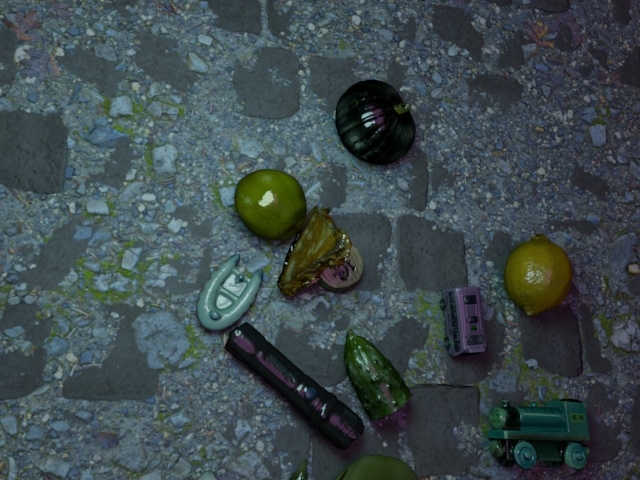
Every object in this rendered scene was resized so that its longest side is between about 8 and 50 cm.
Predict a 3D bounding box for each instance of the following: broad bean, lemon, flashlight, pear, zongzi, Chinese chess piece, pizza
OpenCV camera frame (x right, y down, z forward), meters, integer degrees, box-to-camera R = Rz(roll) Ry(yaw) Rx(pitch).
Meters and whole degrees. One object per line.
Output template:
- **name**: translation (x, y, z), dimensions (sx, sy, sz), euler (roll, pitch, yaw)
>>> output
- **broad bean**: translation (0.136, 0.650, 1.345), dimensions (0.263, 0.121, 0.188), euler (3, 73, -30)
- **lemon**: translation (0.634, 0.101, 1.535), dimensions (0.188, 0.188, 0.256), euler (20, 73, -11)
- **flashlight**: translation (-0.068, 0.366, 1.344), dimensions (0.424, 0.103, 0.103), euler (42, 72, -3)
- **pear**: translation (-0.128, -0.097, 1.370), dimensions (0.198, 0.198, 0.198), euler (3, 79, -15)
- **zongzi**: translation (-0.020, 0.650, 1.325), dimensions (0.154, 0.062, 0.130), euler (43, 60, -10)
- **Chinese chess piece**: translation (0.048, 0.069, 1.450), dimensions (0.144, 0.058, 0.144), euler (3, 79, -15)
- **pizza**: translation (0.000, 0.000, 1.359), dimensions (0.074, 0.288, 0.251), euler (29, 52, -26)

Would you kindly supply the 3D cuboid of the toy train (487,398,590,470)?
- **toy train**: translation (0.616, 0.545, 1.487), dimensions (0.299, 0.120, 0.194), euler (6, 70, -14)

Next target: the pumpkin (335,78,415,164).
- **pumpkin**: translation (0.166, -0.338, 1.487), dimensions (0.250, 0.216, 0.249), euler (22, 59, -43)

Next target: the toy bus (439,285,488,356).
- **toy bus**: translation (0.410, 0.229, 1.491), dimensions (0.096, 0.108, 0.198), euler (-1, 80, -15)

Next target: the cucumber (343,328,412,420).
- **cucumber**: translation (0.131, 0.344, 1.390), dimensions (0.134, 0.134, 0.244), euler (-27, 84, -18)

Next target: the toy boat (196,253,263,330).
- **toy boat**: translation (-0.236, 0.137, 1.352), dimensions (0.134, 0.079, 0.207), euler (38, 71, -8)

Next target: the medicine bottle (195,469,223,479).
- **medicine bottle**: translation (-0.309, 0.680, 1.176), dimensions (0.293, 0.170, 0.170), euler (-39, 91, -19)
